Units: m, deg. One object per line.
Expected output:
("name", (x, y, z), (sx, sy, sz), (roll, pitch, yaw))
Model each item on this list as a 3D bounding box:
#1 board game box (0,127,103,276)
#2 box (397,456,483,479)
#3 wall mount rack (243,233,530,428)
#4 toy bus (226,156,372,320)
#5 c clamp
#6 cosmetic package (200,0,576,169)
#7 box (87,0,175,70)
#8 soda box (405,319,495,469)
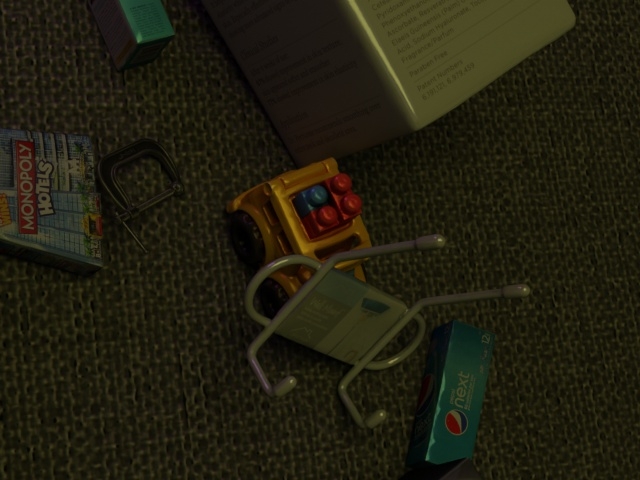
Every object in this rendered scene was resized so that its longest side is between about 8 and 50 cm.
("board game box", (-0.382, -0.055, 1.704), (0.194, 0.060, 0.194), (3, 73, -30))
("box", (0.130, 0.486, 1.711), (0.296, 0.183, 0.294), (-33, 88, -29))
("wall mount rack", (0.081, 0.098, 1.716), (0.350, 0.304, 0.130), (27, 22, -47))
("toy bus", (0.000, 0.000, 1.783), (0.149, 0.211, 0.220), (-22, 86, -29))
("c clamp", (-0.235, -0.067, 1.781), (0.137, 0.022, 0.161), (51, 40, -3))
("cosmetic package", (0.064, -0.358, 1.822), (0.327, 0.329, 0.393), (-35, 100, -27))
("box", (-0.286, -0.365, 1.828), (0.060, 0.100, 0.244), (-21, 84, -29))
("soda box", (0.183, 0.224, 1.876), (0.071, 0.067, 0.210), (21, 67, -17))
